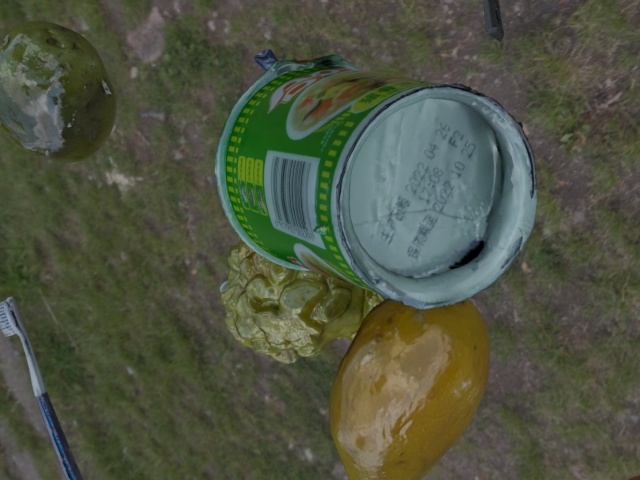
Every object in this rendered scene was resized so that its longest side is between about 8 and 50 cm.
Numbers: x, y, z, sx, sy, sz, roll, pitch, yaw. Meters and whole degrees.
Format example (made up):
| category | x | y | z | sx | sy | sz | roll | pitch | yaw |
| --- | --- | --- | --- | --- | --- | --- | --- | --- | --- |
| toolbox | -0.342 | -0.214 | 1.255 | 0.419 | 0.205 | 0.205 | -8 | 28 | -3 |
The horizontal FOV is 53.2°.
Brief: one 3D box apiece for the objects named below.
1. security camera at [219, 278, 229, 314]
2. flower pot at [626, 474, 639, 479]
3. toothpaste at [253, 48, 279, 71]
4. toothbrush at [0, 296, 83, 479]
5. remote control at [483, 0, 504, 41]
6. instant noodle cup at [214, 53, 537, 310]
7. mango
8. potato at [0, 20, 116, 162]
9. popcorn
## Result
| category | x | y | z | sx | sy | sz | roll | pitch | yaw |
| --- | --- | --- | --- | --- | --- | --- | --- | --- | --- |
| security camera | -0.178 | 0.128 | 1.353 | 0.092 | 0.058 | 0.058 | 64 | 143 | 35 |
| flower pot | 0.312 | 0.294 | 0.515 | 0.191 | 0.191 | 0.173 | -13 | 101 | 45 |
| toothpaste | -0.060 | -0.229 | 0.875 | 0.083 | 0.027 | 0.019 | 55 | -178 | 19 |
| toothbrush | -0.329 | 0.205 | 0.767 | 0.026 | 0.024 | 0.287 | -21 | 93 | 3 |
| remote control | 0.225 | -0.302 | 0.826 | 0.016 | 0.034 | 0.091 | -25 | 59 | 48 |
| instant noodle cup | 0.036 | -0.050 | 0.504 | 0.233 | 0.207 | 0.206 | -149 | 42 | -68 |
| mango | 0.091 | 0.171 | 0.679 | 0.119 | 0.177 | 0.316 | 40 | 134 | 43 |
| potato | -0.426 | -0.226 | 1.027 | 0.228 | 0.197 | 0.148 | -51 | 54 | 39 |
| popcorn | -0.027 | 0.078 | 0.889 | 0.217 | 0.180 | 0.235 | 13 | 158 | -13 |
